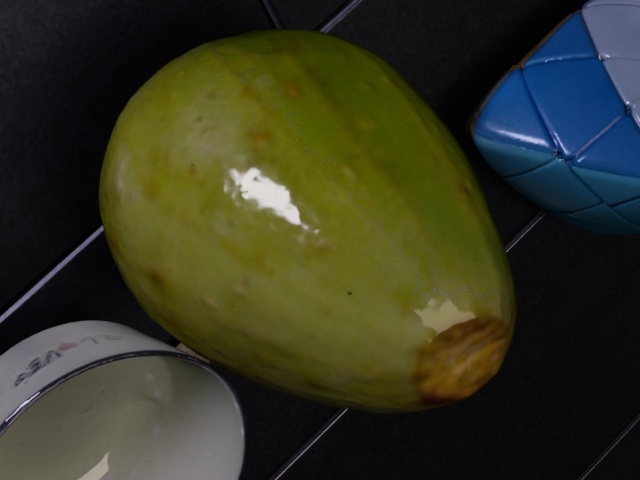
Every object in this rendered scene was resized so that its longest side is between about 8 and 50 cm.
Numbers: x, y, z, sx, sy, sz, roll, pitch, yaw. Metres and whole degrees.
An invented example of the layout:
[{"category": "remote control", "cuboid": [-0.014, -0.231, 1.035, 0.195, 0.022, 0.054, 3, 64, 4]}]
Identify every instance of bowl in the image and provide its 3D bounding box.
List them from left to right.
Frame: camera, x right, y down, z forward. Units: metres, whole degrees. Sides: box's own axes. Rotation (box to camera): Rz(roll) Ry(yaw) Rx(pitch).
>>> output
[{"category": "bowl", "cuboid": [-0.182, 0.155, 1.288, 0.238, 0.126, 0.237, -20, 128, -27]}]

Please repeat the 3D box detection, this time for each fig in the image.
[{"category": "fig", "cuboid": [0.000, 0.000, 1.243, 0.258, 0.326, 0.258, -35, 149, -24]}]

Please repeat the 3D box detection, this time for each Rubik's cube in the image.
[{"category": "Rubik's cube", "cuboid": [0.284, -0.063, 1.535, 0.254, 0.254, 0.254, -19, 122, -33]}]

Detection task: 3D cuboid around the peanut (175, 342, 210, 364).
[{"category": "peanut", "cuboid": [-0.111, 0.113, 1.402, 0.037, 0.037, 0.083, 13, 104, -44]}]
